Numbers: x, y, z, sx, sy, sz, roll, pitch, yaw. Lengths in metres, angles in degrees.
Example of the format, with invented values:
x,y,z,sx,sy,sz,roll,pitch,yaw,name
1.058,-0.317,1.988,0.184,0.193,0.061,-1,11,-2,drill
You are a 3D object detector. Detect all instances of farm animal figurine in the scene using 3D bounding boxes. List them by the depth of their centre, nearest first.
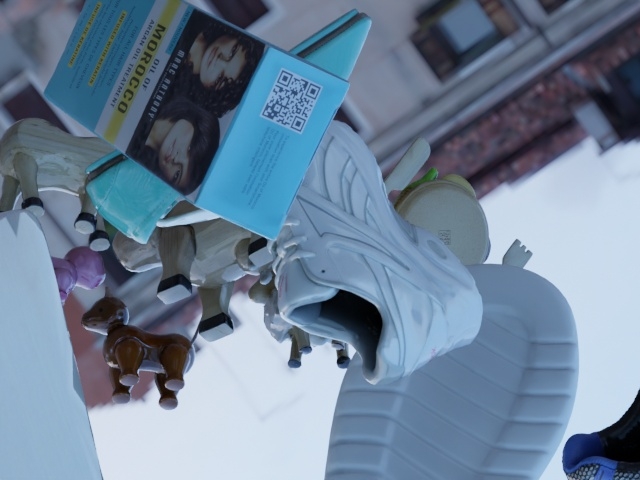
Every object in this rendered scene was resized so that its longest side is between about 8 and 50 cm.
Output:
x,y,z,sx,sy,sz,roll,pitch,yaw,name
-0.135,-0.010,1.668,0.327,0.330,0.172,-10,-132,10,farm animal figurine

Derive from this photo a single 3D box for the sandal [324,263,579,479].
x,y,z,sx,sy,sz,roll,pitch,yaw,name
0.073,0.197,1.337,0.102,0.169,0.416,97,14,-59,sandal

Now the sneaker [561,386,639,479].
x,y,z,sx,sy,sz,roll,pitch,yaw,name
0.203,0.066,0.843,0.221,0.087,0.083,-49,-163,9,sneaker

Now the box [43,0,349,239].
x,y,z,sx,sy,sz,roll,pitch,yaw,name
-0.083,-0.090,1.086,0.244,0.060,0.100,33,-81,56,box

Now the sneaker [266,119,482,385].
x,y,z,sx,sy,sz,roll,pitch,yaw,name
0.000,0.000,1.208,0.115,0.232,0.090,-35,163,-38,sneaker

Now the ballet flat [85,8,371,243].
x,y,z,sx,sy,sz,roll,pitch,yaw,name
-0.053,-0.076,1.328,0.247,0.087,0.083,-32,-178,-7,ballet flat

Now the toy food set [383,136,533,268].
x,y,z,sx,sy,sz,roll,pitch,yaw,name
0.127,-0.007,1.934,0.132,0.192,0.038,-50,-160,-15,toy food set

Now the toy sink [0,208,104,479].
x,y,z,sx,sy,sz,roll,pitch,yaw,name
-0.143,0.122,0.542,0.131,0.234,0.153,-11,-173,10,toy sink
